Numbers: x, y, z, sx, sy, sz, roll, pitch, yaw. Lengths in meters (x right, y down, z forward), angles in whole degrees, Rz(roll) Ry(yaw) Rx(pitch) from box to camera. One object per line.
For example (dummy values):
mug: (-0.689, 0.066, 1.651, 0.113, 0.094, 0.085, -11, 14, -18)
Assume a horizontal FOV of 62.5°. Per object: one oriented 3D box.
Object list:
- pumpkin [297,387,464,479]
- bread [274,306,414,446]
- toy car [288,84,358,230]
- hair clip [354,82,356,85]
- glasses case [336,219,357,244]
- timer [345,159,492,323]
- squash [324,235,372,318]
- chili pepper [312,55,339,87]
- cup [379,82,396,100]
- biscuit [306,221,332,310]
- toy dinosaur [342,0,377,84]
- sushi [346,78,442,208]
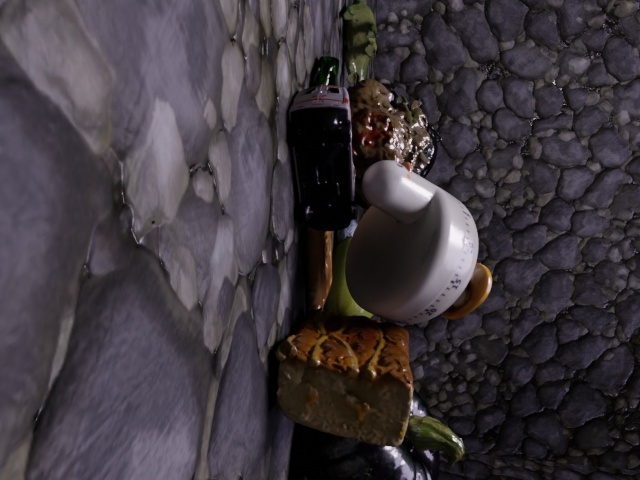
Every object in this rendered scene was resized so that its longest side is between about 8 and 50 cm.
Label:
pumpkin: (0.109, 0.353, 0.935, 0.296, 0.296, 0.295, 3, 90, -82)
bread: (0.041, 0.181, 0.782, 0.275, 0.185, 0.114, -25, 127, -82)
toy car: (0.008, -0.118, 0.775, 0.108, 0.090, 0.209, -85, 171, -54)
hair clip: (0.121, -0.438, 1.670, 0.083, 0.048, 0.275, -66, 152, -65)
glasses case: (0.072, 0.081, 1.387, 0.109, 0.067, 0.282, -64, 155, -65)
timer: (0.125, 0.008, 0.838, 0.233, 0.240, 0.233, -37, -141, 38)
squash: (0.075, 0.104, 1.181, 0.247, 0.133, 0.132, -76, 167, -57)
chili pepper: (0.009, -0.239, 0.877, 0.073, 0.050, 0.182, 48, 42, -69)
cup: (0.157, -0.289, 1.509, 0.203, 0.203, 0.288, -76, 160, -55)
biscuit: (0.001, 0.000, 0.966, 0.160, 0.030, 0.249, -65, 156, -70)
toy dinosaur: (0.097, -0.539, 1.331, 0.300, 0.087, 0.446, -88, 178, -52)
sushi: (0.111, -0.183, 0.988, 0.225, 0.239, 0.219, -52, 162, 0)
